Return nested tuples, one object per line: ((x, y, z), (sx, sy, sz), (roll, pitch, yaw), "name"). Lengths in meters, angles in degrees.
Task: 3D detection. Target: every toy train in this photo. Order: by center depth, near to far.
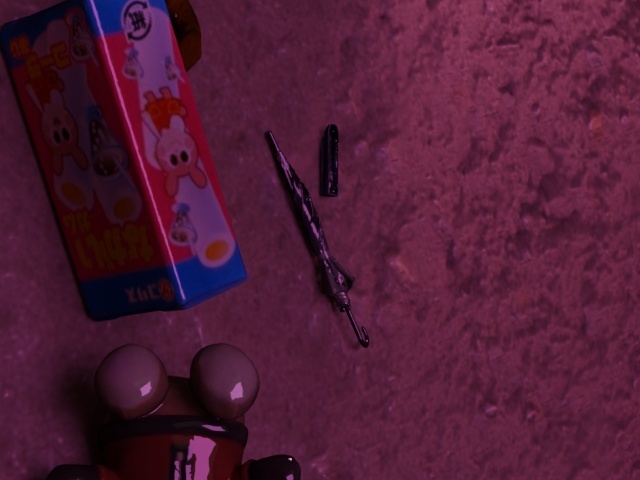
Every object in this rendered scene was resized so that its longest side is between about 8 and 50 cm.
((0.010, -0.091, 1.846), (0.017, 0.017, 0.083), (10, 76, -44), "toy train")

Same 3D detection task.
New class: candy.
((-0.188, -0.083, 1.562), (0.100, 0.157, 0.306), (-21, 97, -43), "candy")

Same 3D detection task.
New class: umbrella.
((-0.001, 0.002, 1.806), (0.269, 0.044, 0.044), (65, 20, -12), "umbrella")

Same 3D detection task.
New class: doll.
((-0.146, 0.263, 1.545), (0.235, 0.174, 0.330), (4, 76, -12), "doll")

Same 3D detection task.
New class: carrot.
((-0.174, -0.239, 1.634), (0.082, 0.082, 0.173), (-57, 144, -33), "carrot")
